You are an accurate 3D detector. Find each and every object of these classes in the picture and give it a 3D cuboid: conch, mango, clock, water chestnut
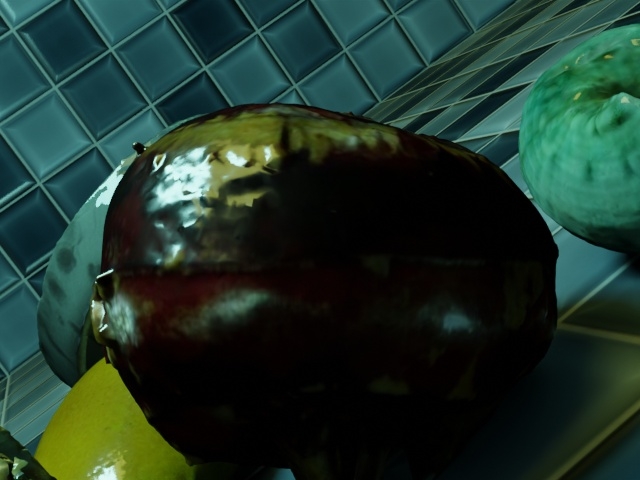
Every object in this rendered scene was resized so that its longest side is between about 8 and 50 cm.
[{"bbox_3d":[0.234,-0.069,0.744,0.196,0.134,0.202,20,36,27],"label":"conch"},{"bbox_3d":[-0.147,0.175,0.826,0.175,0.139,0.254,-38,14,27],"label":"mango"},{"bbox_3d":[-0.104,0.034,0.989,0.325,0.067,0.325,-31,-37,-27],"label":"clock"},{"bbox_3d":[0.004,0.058,0.652,0.300,0.300,0.300,-34,10,7],"label":"water chestnut"}]

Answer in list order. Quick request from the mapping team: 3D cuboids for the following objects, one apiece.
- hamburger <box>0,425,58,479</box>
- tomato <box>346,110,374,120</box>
[{"bbox_3d":[-0.140,0.214,0.477,0.167,0.192,0.288,-43,51,-14],"label":"hamburger"},{"bbox_3d":[-0.001,0.001,0.898,0.085,0.225,0.225,4,33,36],"label":"tomato"}]
